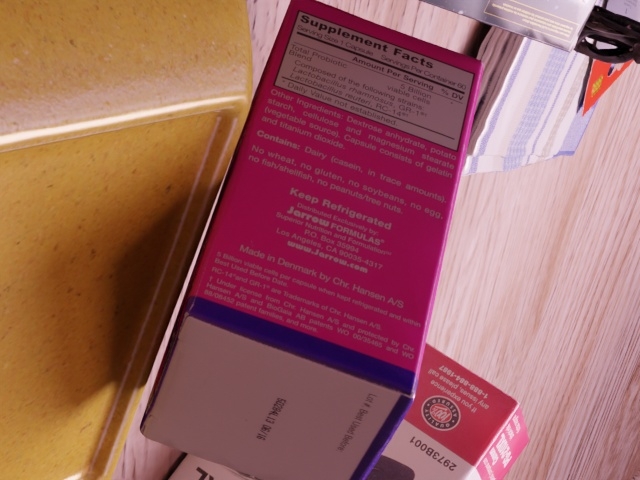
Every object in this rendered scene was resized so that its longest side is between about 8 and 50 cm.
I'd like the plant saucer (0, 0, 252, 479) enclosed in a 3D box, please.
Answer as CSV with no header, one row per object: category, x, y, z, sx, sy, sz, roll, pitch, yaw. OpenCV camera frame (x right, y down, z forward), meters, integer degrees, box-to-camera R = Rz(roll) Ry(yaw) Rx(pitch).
plant saucer,-0.157,0.032,0.665,0.333,0.081,0.333,-20,137,-57

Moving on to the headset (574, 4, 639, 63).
headset,0.282,-0.302,1.034,0.243,0.185,0.394,-123,-138,-85

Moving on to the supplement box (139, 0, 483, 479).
supplement box,0.000,0.000,0.781,0.111,0.114,0.220,115,-6,-49

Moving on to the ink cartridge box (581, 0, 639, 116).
ink cartridge box,0.275,-0.195,1.268,0.145,0.045,0.179,-45,151,-37

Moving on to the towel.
towel,0.184,-0.150,1.217,0.285,0.034,0.209,-11,127,-64

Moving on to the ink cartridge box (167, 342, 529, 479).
ink cartridge box,0.005,0.174,1.075,0.237,0.172,0.100,-53,158,-12

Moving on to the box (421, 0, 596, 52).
box,0.070,-0.196,0.764,0.233,0.044,0.159,12,112,-40
